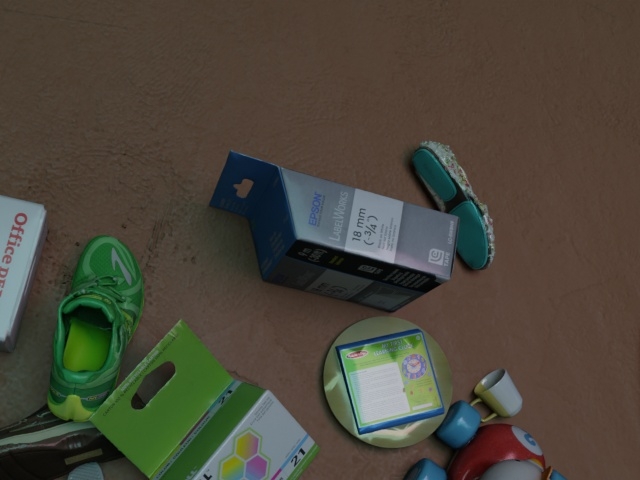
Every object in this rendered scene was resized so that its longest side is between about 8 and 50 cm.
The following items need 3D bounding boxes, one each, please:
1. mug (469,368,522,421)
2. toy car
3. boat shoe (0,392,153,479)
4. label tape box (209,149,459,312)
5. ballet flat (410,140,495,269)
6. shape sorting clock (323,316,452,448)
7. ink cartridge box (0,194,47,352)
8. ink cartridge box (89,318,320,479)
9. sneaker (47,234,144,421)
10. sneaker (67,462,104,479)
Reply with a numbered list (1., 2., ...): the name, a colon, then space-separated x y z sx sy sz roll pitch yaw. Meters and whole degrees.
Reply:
1. mug: 0.284 0.252 1.315 0.064 0.078 0.062 51 34 -5
2. toy car: 0.276 0.353 1.172 0.219 0.238 0.210 38 66 -2
3. boat shoe: -0.362 0.263 1.110 0.258 0.095 0.095 -8 41 -21
4. label tape box: 0.000 0.000 1.211 0.334 0.240 0.105 15 70 -10
5. ballet flat: 0.241 -0.067 1.392 0.077 0.091 0.240 -21 82 -44
6. shape sorting clock: 0.105 0.218 1.275 0.206 0.040 0.206 4 72 -11
7. ink cartridge box: -0.531 0.027 1.114 0.273 0.115 0.198 14 69 -11
8. ink cartridge box: -0.150 0.262 1.100 0.188 0.097 0.255 -49 118 -24
9. sneaker: -0.301 0.101 1.128 0.110 0.123 0.295 9 47 -13
10. sneaker: -0.305 0.365 1.108 0.051 0.070 0.134 -19 49 -12
